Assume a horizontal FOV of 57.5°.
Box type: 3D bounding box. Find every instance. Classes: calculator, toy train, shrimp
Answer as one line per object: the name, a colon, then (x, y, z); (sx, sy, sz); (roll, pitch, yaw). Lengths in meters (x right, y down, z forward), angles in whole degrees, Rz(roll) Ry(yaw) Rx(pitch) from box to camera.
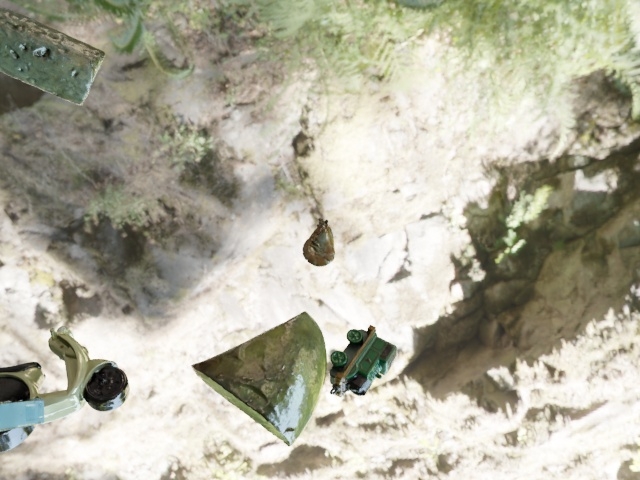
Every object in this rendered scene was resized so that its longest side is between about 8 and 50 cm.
calculator: (-0.604, 0.347, 1.168); (0.018, 0.057, 0.172); (-13, 168, 1)
toy train: (0.106, 0.308, 1.465); (0.136, 0.091, 0.227); (21, -131, 21)
shrimp: (0.000, 0.000, 1.610); (0.092, 0.043, 0.184); (7, -133, 2)

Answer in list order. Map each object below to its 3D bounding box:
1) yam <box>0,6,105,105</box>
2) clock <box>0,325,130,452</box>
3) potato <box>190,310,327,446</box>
yam: (-0.478, -0.314, 0.986); (0.107, 0.194, 0.107); (-44, -146, 41)
clock: (-0.677, 0.342, 1.399); (0.379, 0.120, 0.276); (-17, -133, -27)
potato: (-0.082, 0.243, 1.207); (0.255, 0.269, 0.112); (-54, -168, -27)
